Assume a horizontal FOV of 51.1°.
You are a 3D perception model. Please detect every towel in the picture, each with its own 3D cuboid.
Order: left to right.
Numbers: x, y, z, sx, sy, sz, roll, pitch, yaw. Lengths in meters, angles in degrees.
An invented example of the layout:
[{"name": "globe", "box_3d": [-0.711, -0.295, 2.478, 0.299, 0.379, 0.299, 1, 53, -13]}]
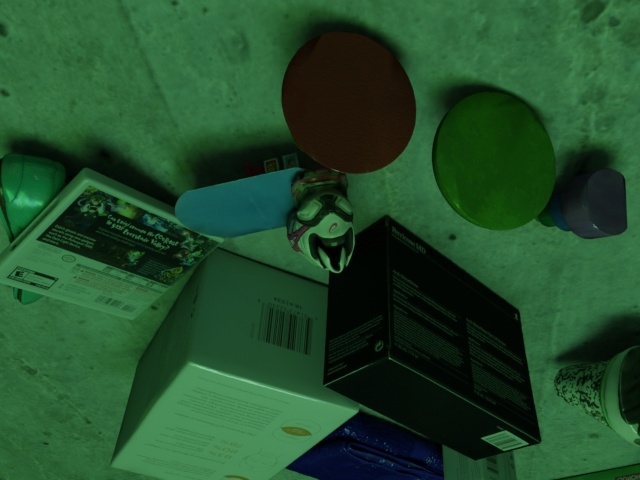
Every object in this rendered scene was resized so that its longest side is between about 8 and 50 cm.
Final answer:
[{"name": "towel", "box_3d": [0.093, 0.412, 1.215, 0.308, 0.076, 0.228, 29, 133, -27]}]

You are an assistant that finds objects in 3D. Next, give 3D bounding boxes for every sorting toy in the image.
[{"name": "sorting toy", "box_3d": [0.117, -0.073, 0.645, 0.366, 0.127, 0.126, 17, 168, -19]}]

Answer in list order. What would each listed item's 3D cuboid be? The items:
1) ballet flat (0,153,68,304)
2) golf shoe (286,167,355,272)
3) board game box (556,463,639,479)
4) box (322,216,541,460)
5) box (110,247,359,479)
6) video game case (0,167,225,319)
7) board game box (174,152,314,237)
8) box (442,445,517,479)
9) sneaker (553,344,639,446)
[{"name": "ballet flat", "box_3d": [-0.312, -0.001, 0.760, 0.087, 0.083, 0.247, 0, 144, -17]}, {"name": "golf shoe", "box_3d": [0.000, 0.000, 0.700, 0.068, 0.085, 0.186, -9, 160, -3]}, {"name": "board game box", "box_3d": [0.631, 0.488, 1.283, 0.317, 0.046, 0.213, -25, 133, 30]}, {"name": "box", "box_3d": [0.132, 0.122, 0.783, 0.261, 0.184, 0.103, 33, 134, -30]}, {"name": "box", "box_3d": [-0.121, 0.196, 0.905, 0.215, 0.168, 0.345, 21, 137, -19]}, {"name": "video game case", "box_3d": [-0.232, 0.014, 0.743, 0.173, 0.022, 0.190, -39, 141, 21]}, {"name": "board game box", "box_3d": [-0.068, -0.050, 0.708, 0.169, 0.033, 0.133, -12, 159, 7]}, {"name": "box", "box_3d": [0.274, 0.391, 1.153, 0.102, 0.101, 0.087, 33, 133, -30]}, {"name": "sneaker", "box_3d": [0.504, 0.237, 0.965, 0.411, 0.158, 0.182, 25, 167, -25]}]
